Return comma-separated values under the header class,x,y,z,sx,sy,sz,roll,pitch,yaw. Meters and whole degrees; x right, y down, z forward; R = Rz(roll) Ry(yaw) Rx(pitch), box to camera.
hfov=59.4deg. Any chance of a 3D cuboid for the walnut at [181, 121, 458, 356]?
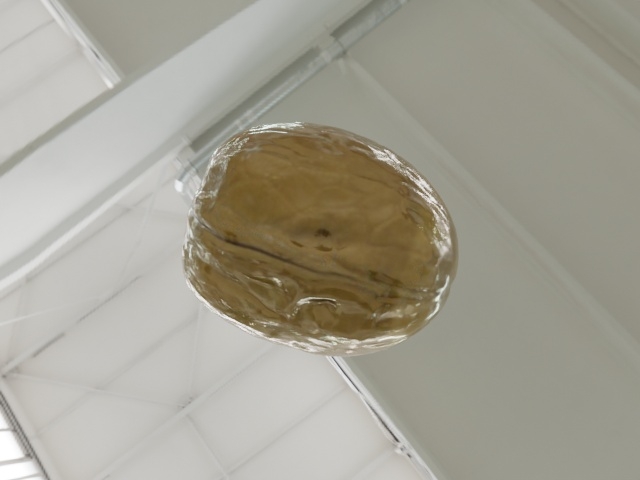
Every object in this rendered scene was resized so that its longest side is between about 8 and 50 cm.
class,x,y,z,sx,sy,sz,roll,pitch,yaw
walnut,0.000,0.000,0.413,0.197,0.165,0.165,11,-107,-2
